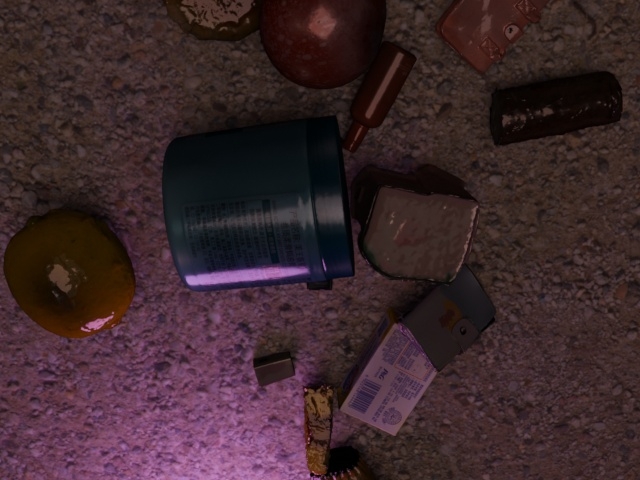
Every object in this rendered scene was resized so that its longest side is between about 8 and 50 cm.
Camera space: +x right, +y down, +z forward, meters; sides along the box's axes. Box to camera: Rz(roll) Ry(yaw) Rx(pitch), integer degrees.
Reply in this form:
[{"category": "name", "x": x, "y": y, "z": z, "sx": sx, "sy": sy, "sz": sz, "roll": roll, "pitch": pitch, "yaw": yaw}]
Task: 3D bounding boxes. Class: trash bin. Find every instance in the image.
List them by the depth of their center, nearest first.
[{"category": "trash bin", "x": -0.110, "y": 0.307, "z": 1.958, "sx": 0.092, "sy": 0.043, "sz": 0.061, "roll": -15, "pitch": 110, "yaw": -3}]

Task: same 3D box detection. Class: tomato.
[{"category": "tomato", "x": 0.014, "y": -0.423, "z": 1.587, "sx": 0.227, "sy": 0.270, "sz": 0.270, "roll": 23, "pitch": 109, "yaw": 21}]

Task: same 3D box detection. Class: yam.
[{"category": "yam", "x": 0.500, "y": -0.287, "z": 1.752, "sx": 0.279, "sy": 0.131, "sz": 0.131, "roll": -11, "pitch": 110, "yaw": -2}]

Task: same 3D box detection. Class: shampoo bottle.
[{"category": "shampoo bottle", "x": -0.116, "y": -0.069, "z": 1.660, "sx": 0.342, "sy": 0.331, "sz": 0.331, "roll": -7, "pitch": 110, "yaw": 4}, {"category": "shampoo bottle", "x": 0.113, "y": -0.300, "z": 1.740, "sx": 0.085, "sy": 0.085, "sz": 0.244, "roll": 26, "pitch": 107, "yaw": -13}]

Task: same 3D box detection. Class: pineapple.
[{"category": "pineapple", "x": -0.007, "y": 0.434, "z": 1.968, "sx": 0.079, "sy": 0.135, "sz": 0.233, "roll": 3, "pitch": 100, "yaw": 4}]

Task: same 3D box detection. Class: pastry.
[{"category": "pastry", "x": -0.195, "y": -0.520, "z": 1.622, "sx": 0.257, "sy": 0.121, "sz": 0.236, "roll": -28, "pitch": 113, "yaw": 4}]

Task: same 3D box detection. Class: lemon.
[{"category": "lemon", "x": -0.528, "y": 0.072, "z": 1.735, "sx": 0.284, "sy": 0.260, "sz": 0.260, "roll": 34, "pitch": 104, "yaw": -35}]

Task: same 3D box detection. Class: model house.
[{"category": "model house", "x": 0.182, "y": -0.047, "z": 1.748, "sx": 0.236, "sy": 0.237, "sz": 0.202, "roll": 7, "pitch": 111, "yaw": -10}]

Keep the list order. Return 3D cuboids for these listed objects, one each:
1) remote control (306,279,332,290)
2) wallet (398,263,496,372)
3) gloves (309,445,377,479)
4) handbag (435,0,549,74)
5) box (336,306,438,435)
[{"category": "remote control", "x": 0.000, "y": 0.000, "z": 1.866, "sx": 0.063, "sy": 0.025, "sz": 0.245, "roll": 1, "pitch": 110, "yaw": -3}, {"category": "wallet", "x": 0.294, "y": 0.179, "z": 1.877, "sx": 0.231, "sy": 0.069, "sz": 0.170, "roll": -40, "pitch": 98, "yaw": -22}, {"category": "gloves", "x": 0.091, "y": 0.686, "z": 2.045, "sx": 0.203, "sy": 0.155, "sz": 0.357, "roll": -21, "pitch": 94, "yaw": -4}, {"category": "handbag", "x": 0.361, "y": -0.472, "z": 1.708, "sx": 0.157, "sy": 0.059, "sz": 0.212, "roll": 39, "pitch": 101, "yaw": -15}, {"category": "box", "x": 0.172, "y": 0.314, "z": 1.950, "sx": 0.168, "sy": 0.097, "sz": 0.265, "roll": 26, "pitch": 106, "yaw": -13}]
